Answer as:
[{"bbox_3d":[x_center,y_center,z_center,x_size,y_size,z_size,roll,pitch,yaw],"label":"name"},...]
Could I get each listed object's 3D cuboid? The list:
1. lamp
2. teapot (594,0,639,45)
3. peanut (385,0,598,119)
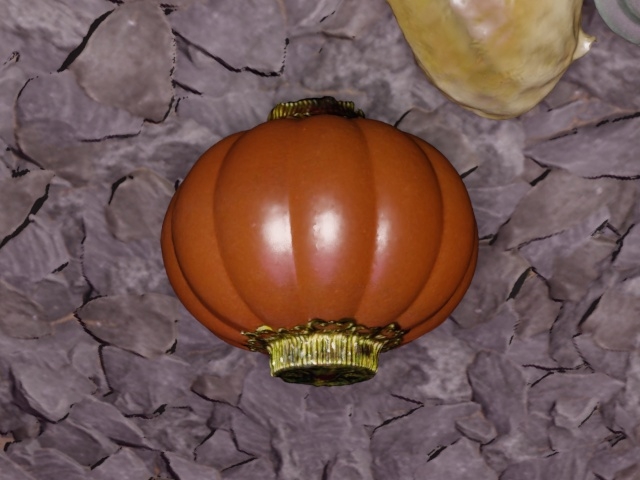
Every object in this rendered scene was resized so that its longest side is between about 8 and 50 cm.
[{"bbox_3d":[0.000,0.000,0.922,0.223,0.196,0.223,-2,163,-1],"label":"lamp"},{"bbox_3d":[0.236,-0.175,0.837,0.124,0.091,0.092,18,125,0],"label":"teapot"},{"bbox_3d":[0.096,-0.179,0.828,0.129,0.129,0.224,-23,119,21],"label":"peanut"}]
